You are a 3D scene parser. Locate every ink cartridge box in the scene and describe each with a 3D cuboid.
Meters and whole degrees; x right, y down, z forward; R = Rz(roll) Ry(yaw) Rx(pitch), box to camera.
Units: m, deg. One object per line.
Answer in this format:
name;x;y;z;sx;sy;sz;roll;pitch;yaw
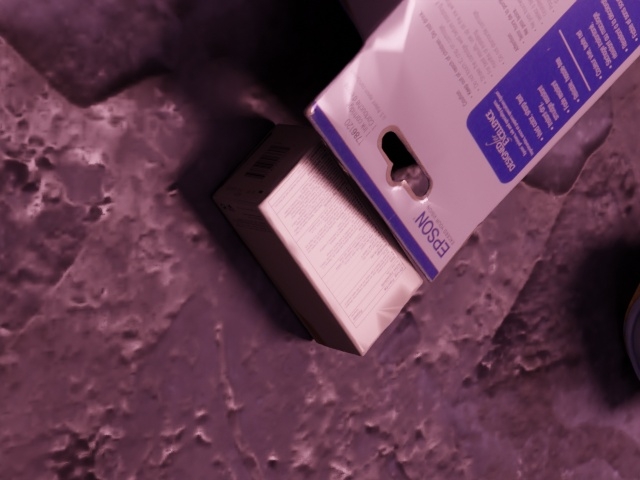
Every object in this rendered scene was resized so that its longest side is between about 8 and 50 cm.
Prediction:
ink cartridge box;0.121;-0.149;0.931;0.333;0.065;0.165;-47;137;-9

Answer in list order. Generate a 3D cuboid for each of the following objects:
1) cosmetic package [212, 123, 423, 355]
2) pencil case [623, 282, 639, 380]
cosmetic package;0.000;0.000;0.918;0.060;0.041;0.115;-48;125;-23
pencil case;0.321;0.029;1.151;0.273;0.113;0.124;-25;80;-34
